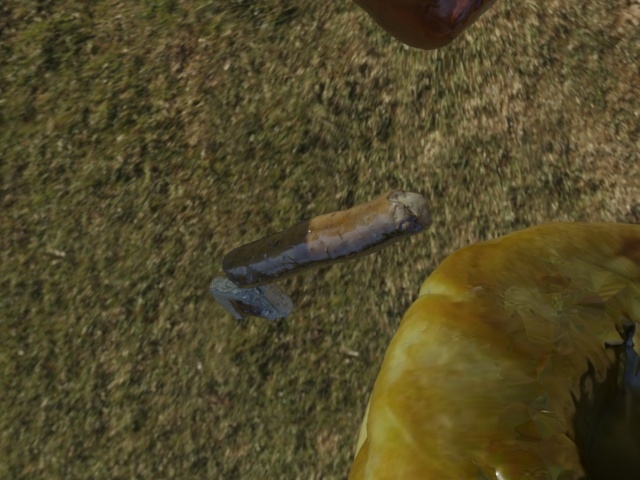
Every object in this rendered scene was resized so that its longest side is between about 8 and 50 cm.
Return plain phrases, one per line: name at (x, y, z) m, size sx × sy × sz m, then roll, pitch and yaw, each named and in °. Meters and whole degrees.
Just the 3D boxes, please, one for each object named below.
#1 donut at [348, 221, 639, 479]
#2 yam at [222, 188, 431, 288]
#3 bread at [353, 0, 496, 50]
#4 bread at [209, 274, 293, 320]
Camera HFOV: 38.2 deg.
donut at (0.171, 0.152, 0.418) m, size 0.360 × 0.360 × 0.170 m, roll 17°, pitch 133°, yaw 1°
yam at (0.000, 0.000, 0.864) m, size 0.241 × 0.057 × 0.056 m, roll -18°, pitch 109°, yaw 42°
bread at (0.152, -0.315, 0.862) m, size 0.114 × 0.327 × 0.295 m, roll 40°, pitch 120°, yaw -13°
bread at (-0.080, 0.063, 1.042) m, size 0.083 × 0.035 × 0.070 m, roll -2°, pitch 143°, yaw 34°
